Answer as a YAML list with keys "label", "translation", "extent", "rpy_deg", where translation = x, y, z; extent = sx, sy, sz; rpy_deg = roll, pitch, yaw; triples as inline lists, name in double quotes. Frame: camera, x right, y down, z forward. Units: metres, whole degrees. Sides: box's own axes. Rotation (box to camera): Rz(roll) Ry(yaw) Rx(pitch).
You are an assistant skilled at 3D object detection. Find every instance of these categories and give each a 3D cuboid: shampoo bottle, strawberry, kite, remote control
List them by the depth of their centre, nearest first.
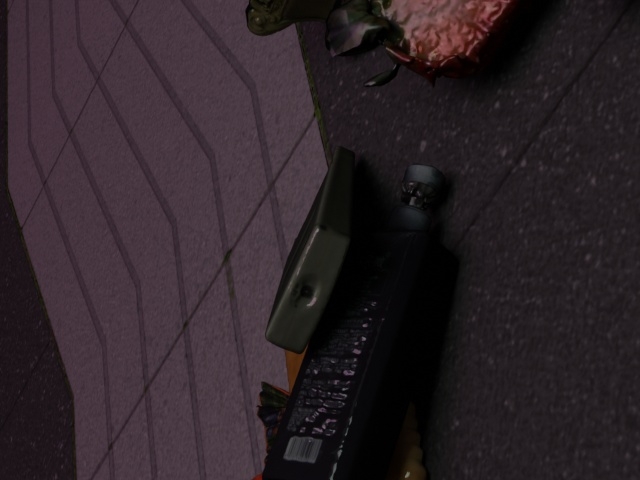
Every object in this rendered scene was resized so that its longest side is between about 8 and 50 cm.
- label: "shampoo bottle"
  translation: [0.046, 0.073, 1.116]
  extent: [0.098, 0.071, 0.309]
  rpy_deg: [-3, 61, 48]
- label: "strawberry"
  translation: [0.134, -0.246, 1.146]
  extent: [0.286, 0.106, 0.188]
  rpy_deg: [-42, 63, 23]
- label: "remote control"
  translation: [0.000, 0.000, 1.201]
  extent: [0.285, 0.038, 0.123]
  rpy_deg: [-78, 12, -73]
- label: "kite"
  translation: [-0.036, 0.230, 1.279]
  extent: [0.183, 0.014, 0.241]
  rpy_deg: [-43, 42, 43]

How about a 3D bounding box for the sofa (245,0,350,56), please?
- label: "sofa"
  translation: [0.033, -0.340, 1.343]
  extent: [0.200, 0.182, 0.258]
  rpy_deg: [128, 149, -64]

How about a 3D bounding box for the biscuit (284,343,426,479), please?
- label: "biscuit"
  translation: [0.023, 0.145, 1.189]
  extent: [0.160, 0.030, 0.249]
  rpy_deg: [-40, 43, 37]
